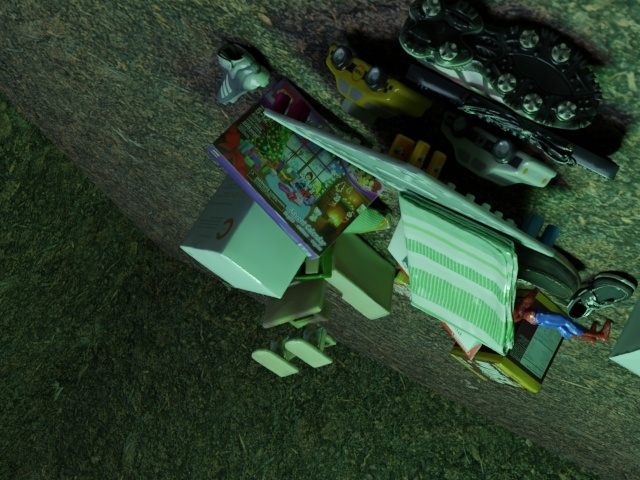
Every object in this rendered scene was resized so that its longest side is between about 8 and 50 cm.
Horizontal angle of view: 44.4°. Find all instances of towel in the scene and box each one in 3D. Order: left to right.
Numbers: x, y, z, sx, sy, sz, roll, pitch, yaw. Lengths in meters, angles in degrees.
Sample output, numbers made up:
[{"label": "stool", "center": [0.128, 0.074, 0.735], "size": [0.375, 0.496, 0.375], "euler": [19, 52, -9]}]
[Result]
[{"label": "towel", "center": [0.257, 0.069, 1.472], "size": [0.248, 0.038, 0.324], "euler": [29, 151, 31]}]

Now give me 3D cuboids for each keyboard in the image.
[{"label": "keyboard", "center": [0.262, -0.163, 1.083], "size": [0.317, 0.033, 0.201], "euler": [28, -164, 11]}]

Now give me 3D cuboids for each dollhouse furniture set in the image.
[{"label": "dollhouse furniture set", "center": [-0.030, 0.130, 2.184], "size": [0.394, 0.362, 0.256], "euler": [-21, 133, 36]}, {"label": "dollhouse furniture set", "center": [0.000, 0.000, 1.835], "size": [0.198, 0.151, 0.302], "euler": [12, 167, -43]}]

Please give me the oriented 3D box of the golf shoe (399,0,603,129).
[{"label": "golf shoe", "center": [0.236, -0.230, 1.019], "size": [0.273, 0.105, 0.120], "euler": [31, -175, 10]}]

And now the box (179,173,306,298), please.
[{"label": "box", "center": [-0.102, -0.076, 1.639], "size": [0.168, 0.345, 0.215], "euler": [39, 164, -27]}]

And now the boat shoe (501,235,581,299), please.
[{"label": "boat shoe", "center": [0.336, 0.040, 1.567], "size": [0.355, 0.130, 0.132], "euler": [27, 163, 17]}]

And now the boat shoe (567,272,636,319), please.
[{"label": "boat shoe", "center": [0.545, 0.116, 1.533], "size": [0.075, 0.065, 0.206], "euler": [32, 165, 0]}]

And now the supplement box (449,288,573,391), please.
[{"label": "supplement box", "center": [0.444, 0.227, 1.834], "size": [0.129, 0.194, 0.191], "euler": [38, 164, -22]}]

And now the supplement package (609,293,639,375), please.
[{"label": "supplement package", "center": [0.658, 0.183, 1.362], "size": [0.203, 0.149, 0.194], "euler": [30, 165, 4]}]

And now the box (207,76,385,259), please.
[{"label": "box", "center": [-0.043, -0.137, 1.504], "size": [0.293, 0.201, 0.057], "euler": [46, 163, -9]}]

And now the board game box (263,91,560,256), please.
[{"label": "board game box", "center": [0.152, -0.114, 1.298], "size": [0.390, 0.050, 0.390], "euler": [24, -176, -41]}]

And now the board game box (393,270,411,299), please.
[{"label": "board game box", "center": [0.314, 0.172, 2.230], "size": [0.260, 0.039, 0.124], "euler": [29, 166, -3]}]

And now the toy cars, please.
[{"label": "toy cars", "center": [0.164, -0.173, 1.192], "size": [0.394, 0.087, 0.176], "euler": [30, -166, 5]}]

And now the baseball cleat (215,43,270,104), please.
[{"label": "baseball cleat", "center": [-0.168, -0.329, 1.531], "size": [0.109, 0.072, 0.206], "euler": [52, 154, -19]}]

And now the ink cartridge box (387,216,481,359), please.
[{"label": "ink cartridge box", "center": [0.258, 0.111, 1.726], "size": [0.296, 0.066, 0.261], "euler": [53, 155, 23]}]

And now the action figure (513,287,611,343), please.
[{"label": "action figure", "center": [0.481, 0.132, 1.698], "size": [0.281, 0.139, 0.091], "euler": [11, 164, -9]}]
